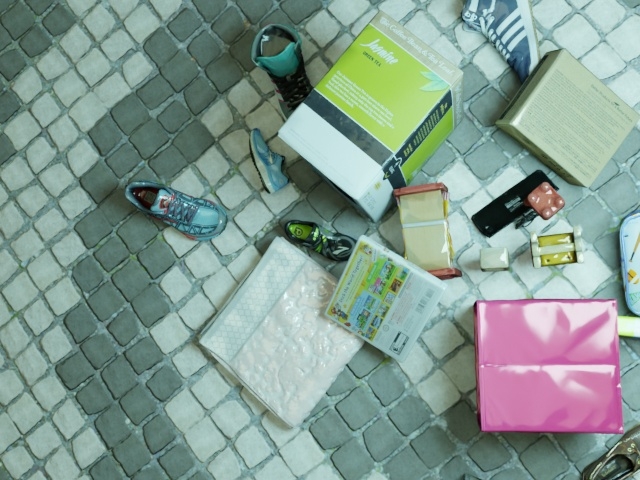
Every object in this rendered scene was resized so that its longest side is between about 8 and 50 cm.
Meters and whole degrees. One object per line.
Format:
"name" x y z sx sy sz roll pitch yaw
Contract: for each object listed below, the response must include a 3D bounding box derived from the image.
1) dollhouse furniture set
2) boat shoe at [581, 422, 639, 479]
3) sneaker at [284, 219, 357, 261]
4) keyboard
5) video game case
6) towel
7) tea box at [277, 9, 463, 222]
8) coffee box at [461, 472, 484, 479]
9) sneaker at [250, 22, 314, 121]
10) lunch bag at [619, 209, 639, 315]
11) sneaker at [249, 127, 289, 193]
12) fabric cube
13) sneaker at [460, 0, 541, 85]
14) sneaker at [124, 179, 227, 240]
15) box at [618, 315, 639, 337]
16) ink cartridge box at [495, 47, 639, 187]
"dollhouse furniture set" 0.353 -0.026 1.575 0.373 0.152 0.201 -7 83 14
"boat shoe" 0.633 0.450 1.522 0.207 0.073 0.073 -42 77 3
"sneaker" 0.000 0.000 1.690 0.188 0.078 0.067 20 88 12
"keyboard" 0.439 -0.068 1.642 0.192 0.038 0.100 -35 55 7
"video game case" 0.133 0.127 1.567 0.206 0.026 0.227 31 125 11
"towel" -0.075 0.205 1.697 0.317 0.053 0.332 38 93 12
"tea box" 0.123 -0.244 1.564 0.220 0.329 0.323 41 92 13
"coffee box" 0.416 0.598 1.499 0.297 0.168 0.119 20 88 12
"sneaker" -0.071 -0.377 1.693 0.123 0.178 0.296 -25 80 7
"lunch bag" 0.764 0.033 1.484 0.303 0.115 0.243 -4 91 25
"sneaker" -0.122 -0.193 1.754 0.073 0.063 0.162 -21 84 -10
"fabric cube" 0.444 0.247 1.489 0.258 0.254 0.259 -1 83 9
"sneaker" 0.401 -0.452 1.651 0.153 0.099 0.282 -9 81 11
"sneaker" -0.349 -0.072 1.741 0.261 0.125 0.104 18 88 12
"box" 0.675 0.184 1.522 0.178 0.109 0.043 5 81 12
"ink cartridge box" 0.524 -0.256 1.566 0.234 0.088 0.193 36 91 -14
